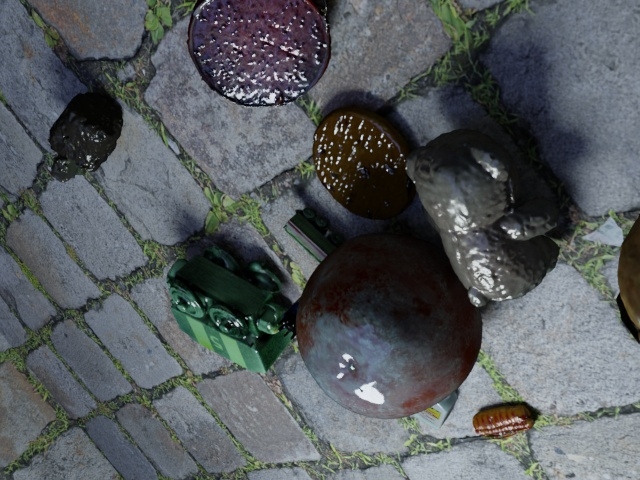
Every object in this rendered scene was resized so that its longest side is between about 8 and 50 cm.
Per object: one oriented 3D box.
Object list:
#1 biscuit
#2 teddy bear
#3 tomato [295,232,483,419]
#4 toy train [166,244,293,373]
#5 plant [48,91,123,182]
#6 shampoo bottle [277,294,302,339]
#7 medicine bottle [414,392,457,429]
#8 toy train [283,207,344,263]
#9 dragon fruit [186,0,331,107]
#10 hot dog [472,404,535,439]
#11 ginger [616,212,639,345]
[{"bbox_3d":[0.072,-0.128,1.348,0.212,0.036,0.212,24,135,26],"label":"biscuit"},{"bbox_3d":[0.233,-0.039,1.179,0.236,0.151,0.267,0,121,52],"label":"teddy bear"},{"bbox_3d":[0.113,0.143,1.363,0.316,0.282,0.317,16,122,28],"label":"tomato"},{"bbox_3d":[-0.192,0.146,1.754,0.299,0.167,0.238,23,146,30],"label":"toy train"},{"bbox_3d":[-0.509,-0.218,1.738,0.131,0.142,0.203,38,140,-15],"label":"plant"},{"bbox_3d":[-0.012,0.115,1.522,0.087,0.183,0.050,-22,108,51],"label":"shampoo bottle"},{"bbox_3d":[0.223,0.303,1.570,0.074,0.055,0.118,33,140,19],"label":"medicine bottle"},{"bbox_3d":[0.000,0.000,1.501,0.148,0.071,0.038,43,143,6],"label":"toy train"},{"bbox_3d":[-0.087,-0.332,1.258,0.218,0.148,0.224,11,127,-3],"label":"dragon fruit"},{"bbox_3d":[0.339,0.339,1.503,0.062,0.038,0.144,53,142,-8],"label":"hot dog"},{"bbox_3d":[0.466,-0.005,0.899,0.200,0.269,0.223,51,162,46],"label":"ginger"}]
